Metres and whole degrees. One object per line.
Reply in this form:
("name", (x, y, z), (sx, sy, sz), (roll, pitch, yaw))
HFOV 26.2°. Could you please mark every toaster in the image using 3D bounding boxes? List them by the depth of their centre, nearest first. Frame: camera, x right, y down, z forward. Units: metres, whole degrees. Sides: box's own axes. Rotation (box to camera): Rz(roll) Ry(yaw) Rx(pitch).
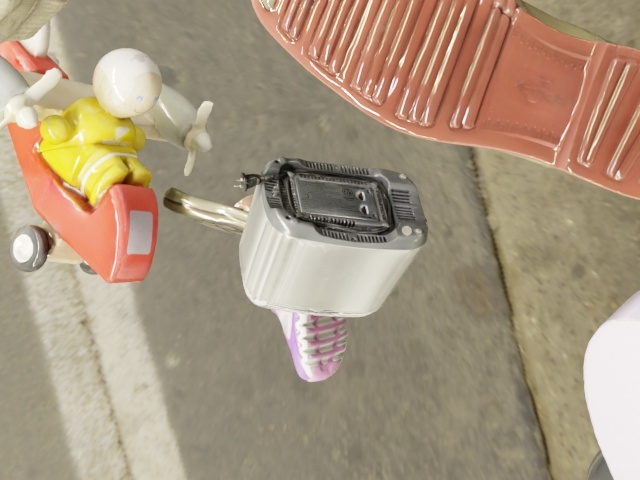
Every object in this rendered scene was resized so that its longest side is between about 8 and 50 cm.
("toaster", (0.000, 0.000, 1.546), (0.227, 0.129, 0.146), (5, 134, -19))

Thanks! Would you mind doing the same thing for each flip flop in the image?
("flip flop", (-0.069, -0.035, 1.789), (0.277, 0.112, 0.080), (17, 82, 13))

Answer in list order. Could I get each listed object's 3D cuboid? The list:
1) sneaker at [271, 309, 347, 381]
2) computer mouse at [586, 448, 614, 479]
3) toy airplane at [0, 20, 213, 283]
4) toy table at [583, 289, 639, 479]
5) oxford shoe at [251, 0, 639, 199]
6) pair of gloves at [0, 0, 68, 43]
("sneaker", (-0.038, 0.080, 1.893), (0.105, 0.095, 0.236), (-18, 79, 37))
("computer mouse", (0.379, 0.206, 1.297), (0.184, 0.262, 0.060), (-52, 132, -15))
("toy airplane", (-0.314, -0.172, 1.770), (0.272, 0.386, 0.384), (-35, 113, 30))
("toy table", (0.258, 0.100, 0.650), (0.161, 0.252, 0.274), (-38, 123, -21))
("oxford shoe", (0.115, -0.118, 0.965), (0.348, 0.130, 0.123), (27, 98, 4))
("pair of gloves", (-0.366, -0.175, 1.392), (0.240, 0.204, 0.042), (-42, 85, 12))
